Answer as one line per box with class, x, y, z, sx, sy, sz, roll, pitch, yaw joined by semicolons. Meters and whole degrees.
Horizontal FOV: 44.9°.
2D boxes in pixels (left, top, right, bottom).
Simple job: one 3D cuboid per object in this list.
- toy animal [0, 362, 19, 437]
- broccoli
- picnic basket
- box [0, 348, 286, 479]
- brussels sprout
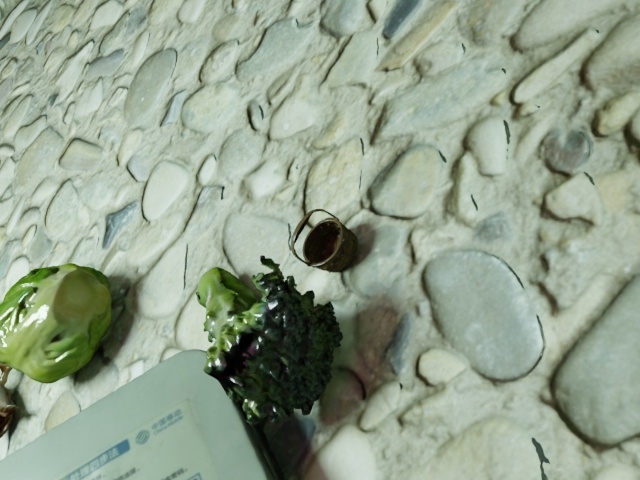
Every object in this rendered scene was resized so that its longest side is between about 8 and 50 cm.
toy animal;-0.578;0.303;1.338;0.188;0.089;0.179;9;86;46
broccoli;-0.090;0.103;0.975;0.165;0.145;0.304;-51;30;-5
picnic basket;0.000;0.000;0.967;0.072;0.083;0.072;-23;51;32
box;-0.222;0.355;0.868;0.396;0.111;0.396;-30;45;-3
brussels sprout;-0.432;0.125;1.253;0.223;0.161;0.223;-27;29;16
